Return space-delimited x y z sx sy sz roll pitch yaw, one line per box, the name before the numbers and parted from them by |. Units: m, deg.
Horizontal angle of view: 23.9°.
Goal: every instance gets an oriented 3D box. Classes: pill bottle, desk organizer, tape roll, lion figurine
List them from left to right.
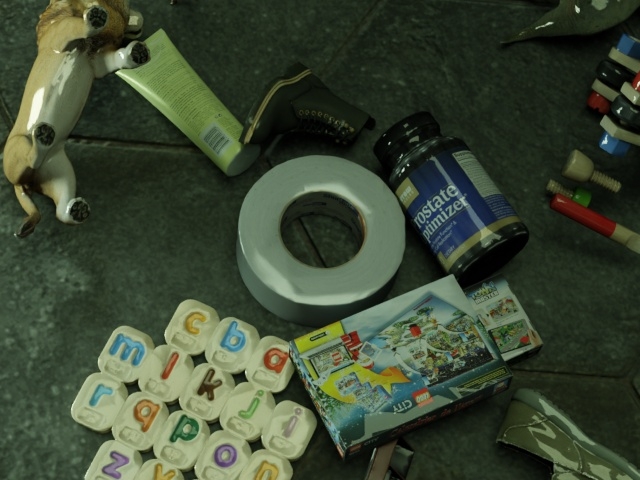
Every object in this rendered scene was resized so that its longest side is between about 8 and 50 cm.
lion figurine | -0.341 -0.179 1.978 0.142 0.240 0.392 34 75 -28
tape roll | 0.000 0.000 1.976 0.219 0.072 0.219 2 65 -4
desk organizer | 0.078 0.299 1.856 0.050 0.047 0.130 20 65 1
pill bottle | 0.166 -0.058 1.991 0.123 0.123 0.219 -28 70 -17

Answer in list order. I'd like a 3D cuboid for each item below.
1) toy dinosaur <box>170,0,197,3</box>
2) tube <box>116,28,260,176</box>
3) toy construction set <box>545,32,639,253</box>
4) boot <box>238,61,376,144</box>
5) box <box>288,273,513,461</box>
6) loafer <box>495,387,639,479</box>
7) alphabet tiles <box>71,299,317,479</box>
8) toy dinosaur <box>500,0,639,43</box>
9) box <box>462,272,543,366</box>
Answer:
toy dinosaur | -0.228 -0.391 2.126 0.183 0.092 0.053 37 66 11
tube | -0.178 -0.187 2.058 0.240 0.062 0.070 46 34 19
toy construction set | 0.469 -0.126 2.021 0.237 0.257 0.308 28 85 -6
boot | -0.014 -0.159 2.017 0.137 0.077 0.198 33 40 5
box | 0.098 0.155 1.879 0.233 0.044 0.159 -21 63 -14
loafer | 0.321 0.289 1.870 0.251 0.094 0.087 38 79 17
alphabet tiles | -0.157 0.221 1.884 0.284 0.021 0.278 24 67 6
toy dinosaur | 0.400 -0.359 2.160 0.314 0.121 0.160 -28 57 -21
box | 0.170 0.132 1.949 0.207 0.036 0.114 -22 69 -15
